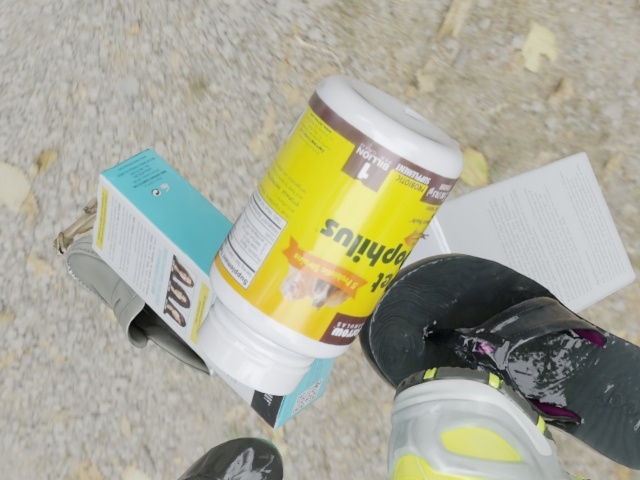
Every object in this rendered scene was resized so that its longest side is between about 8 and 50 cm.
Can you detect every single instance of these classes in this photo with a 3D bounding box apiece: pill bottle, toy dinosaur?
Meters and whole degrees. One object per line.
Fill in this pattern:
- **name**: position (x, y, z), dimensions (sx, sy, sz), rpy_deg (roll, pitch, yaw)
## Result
- **pill bottle**: position (0.000, 0.000, 0.931), dimensions (0.117, 0.117, 0.215), rpy_deg (27, 106, -15)
- **toy dinosaur**: position (-0.228, -0.035, 1.461), dimensions (0.092, 0.183, 0.053), rpy_deg (-39, 81, 34)

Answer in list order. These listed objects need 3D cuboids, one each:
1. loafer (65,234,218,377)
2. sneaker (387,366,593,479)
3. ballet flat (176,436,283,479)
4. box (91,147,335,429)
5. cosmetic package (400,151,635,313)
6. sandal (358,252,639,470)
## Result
- **loafer**: position (-0.227, 0.084, 1.748), dimensions (0.111, 0.319, 0.112), rpy_deg (-42, 142, -37)
- **sneaker**: position (0.184, 0.273, 1.121), dimensions (0.384, 0.147, 0.145), rpy_deg (40, 136, -21)
- **ballet flat**: position (-0.144, 0.300, 1.308), dimensions (0.095, 0.096, 0.280), rpy_deg (48, 117, 4)
- **box**: position (-0.092, 0.037, 1.110), dimensions (0.060, 0.244, 0.100), rpy_deg (-32, 154, -35)
- **cosmetic package**: position (0.274, 0.032, 1.992), dimensions (0.161, 0.453, 0.230), rpy_deg (-23, 87, 41)
- **sandal**: position (0.246, 0.130, 1.404), dimensions (0.445, 0.107, 0.168), rpy_deg (20, 83, -27)
